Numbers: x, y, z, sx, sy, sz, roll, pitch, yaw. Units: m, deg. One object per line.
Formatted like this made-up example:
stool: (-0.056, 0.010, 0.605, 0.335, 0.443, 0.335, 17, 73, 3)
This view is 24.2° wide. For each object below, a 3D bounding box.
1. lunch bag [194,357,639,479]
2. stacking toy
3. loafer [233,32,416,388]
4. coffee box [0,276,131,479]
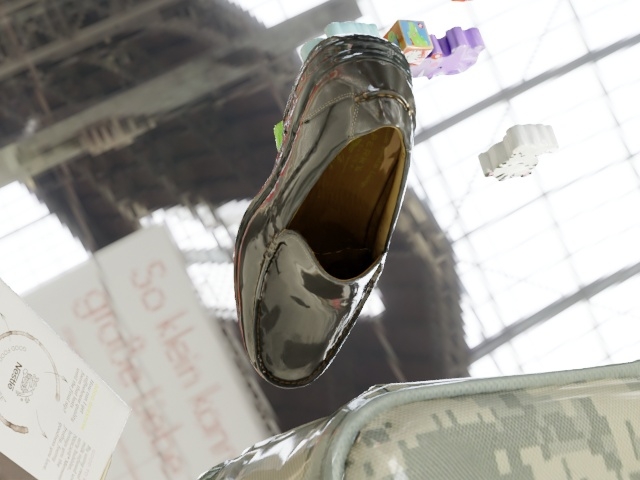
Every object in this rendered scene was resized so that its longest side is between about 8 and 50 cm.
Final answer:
lunch bag: (0.070, 0.173, 0.541, 0.256, 0.305, 0.213, -33, -114, 50)
stacking toy: (0.046, -0.125, 1.001, 0.052, 0.221, 0.167, -46, -128, 50)
loafer: (0.000, 0.000, 0.628, 0.061, 0.062, 0.170, -104, -158, -55)
coffee box: (-0.283, 0.075, 0.934, 0.168, 0.119, 0.297, -17, -53, 34)
